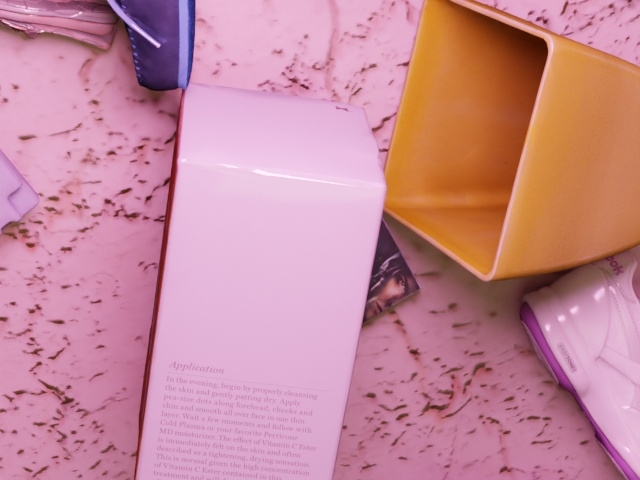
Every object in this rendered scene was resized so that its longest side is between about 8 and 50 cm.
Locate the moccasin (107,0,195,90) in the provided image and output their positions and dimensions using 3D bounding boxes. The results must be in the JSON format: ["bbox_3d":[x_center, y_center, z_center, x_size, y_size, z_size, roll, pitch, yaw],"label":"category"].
[{"bbox_3d":[-0.167,-0.285,1.238,0.117,0.137,0.342,-6,116,-1],"label":"moccasin"}]

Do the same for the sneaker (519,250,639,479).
[{"bbox_3d":[0.328,0.146,1.517,0.152,0.114,0.305,-35,113,1],"label":"sneaker"}]

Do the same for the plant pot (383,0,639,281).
[{"bbox_3d":[0.200,-0.091,1.367,0.187,0.212,0.212,4,108,-27],"label":"plant pot"}]

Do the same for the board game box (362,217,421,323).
[{"bbox_3d":[0.000,0.000,1.437,0.126,0.026,0.186,-31,113,-1],"label":"board game box"}]

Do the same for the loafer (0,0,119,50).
[{"bbox_3d":[-0.236,-0.186,1.310,0.125,0.045,0.039,4,114,-17],"label":"loafer"}]

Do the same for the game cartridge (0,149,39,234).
[{"bbox_3d":[-0.419,-0.022,1.317,0.294,0.060,0.196,-36,116,0],"label":"game cartridge"}]

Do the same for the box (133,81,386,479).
[{"bbox_3d":[-0.061,0.065,1.319,0.168,0.215,0.345,8,111,-7],"label":"box"}]
